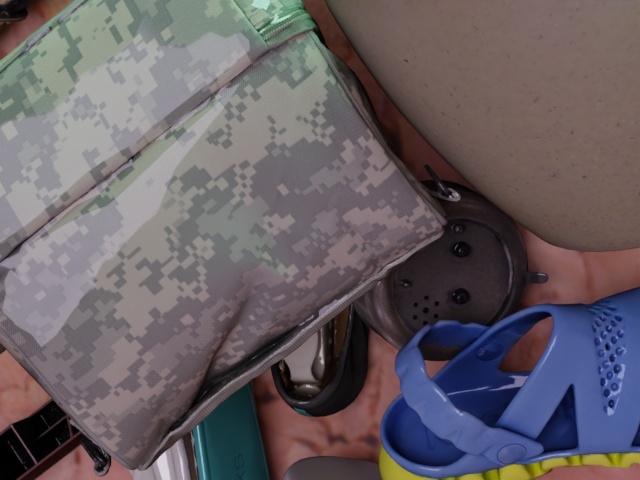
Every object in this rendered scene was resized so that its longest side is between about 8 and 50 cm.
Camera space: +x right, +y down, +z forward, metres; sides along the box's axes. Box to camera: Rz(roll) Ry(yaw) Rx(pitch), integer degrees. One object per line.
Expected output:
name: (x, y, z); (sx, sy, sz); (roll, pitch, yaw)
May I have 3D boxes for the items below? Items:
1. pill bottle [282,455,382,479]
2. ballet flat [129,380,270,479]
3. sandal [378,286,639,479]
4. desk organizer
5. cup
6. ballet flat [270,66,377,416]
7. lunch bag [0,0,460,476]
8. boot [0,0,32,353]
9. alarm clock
pill bottle: (0.001, 0.360, 1.142); (0.204, 0.204, 0.361); (21, 101, 16)
ballet flat: (-0.116, 0.071, 1.205); (0.139, 0.139, 0.400); (0, 96, 19)
sandal: (0.179, 0.092, 1.061); (0.317, 0.138, 0.126); (-21, 47, 5)
desk organizer: (-0.222, 0.155, 1.279); (0.130, 0.050, 0.047); (-38, 83, 18)
cup: (0.186, -0.135, 1.003); (0.331, 0.331, 0.237); (-14, 115, 19)
ballet flat: (0.000, 0.000, 1.165); (0.095, 0.096, 0.280); (0, 95, 20)
lunch bag: (-0.095, -0.024, 1.011); (0.305, 0.212, 0.256); (-37, 85, 1)
boot: (-0.321, -0.119, 1.245); (0.284, 0.138, 0.377); (-48, 71, 17)
alarm clock: (0.069, 0.025, 1.118); (0.192, 0.064, 0.129); (-3, 104, -15)
